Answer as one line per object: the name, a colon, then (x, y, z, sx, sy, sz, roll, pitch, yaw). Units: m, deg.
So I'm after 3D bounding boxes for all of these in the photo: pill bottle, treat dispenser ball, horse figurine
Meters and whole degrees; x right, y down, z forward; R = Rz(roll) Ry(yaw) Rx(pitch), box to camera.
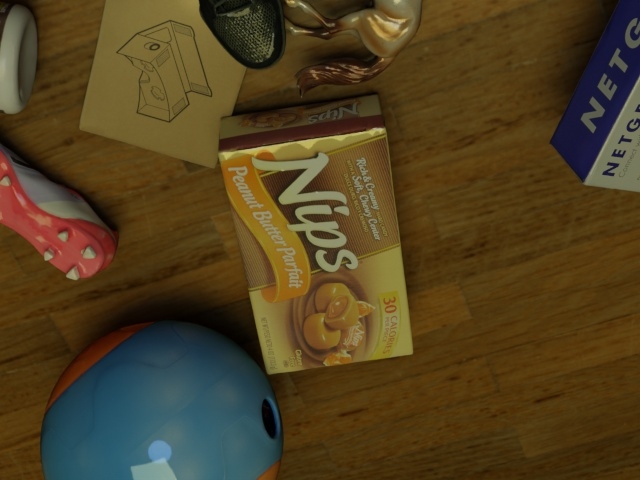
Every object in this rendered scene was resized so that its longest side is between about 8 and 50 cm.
pill bottle: (-0.415, -0.202, 1.234, 0.215, 0.117, 0.117, 6, 122, -3)
treat dispenser ball: (-0.188, 0.239, 1.403, 0.288, 0.288, 0.288, 1, 122, 1)
horse figurine: (0.055, -0.265, 1.215, 0.175, 0.066, 0.263, 17, 119, -2)

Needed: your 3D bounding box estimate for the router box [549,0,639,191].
router box: (0.435, -0.196, 1.180, 0.301, 0.082, 0.335, 5, 125, -25)

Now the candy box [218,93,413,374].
candy box: (0.000, 0.000, 1.358, 0.183, 0.087, 0.316, -9, 123, 2)

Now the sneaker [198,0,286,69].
sneaker: (-0.101, -0.266, 1.161, 0.087, 0.130, 0.227, -12, 112, 13)

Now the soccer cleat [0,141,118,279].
soccer cleat: (-0.339, -0.053, 1.356, 0.248, 0.095, 0.083, 41, 112, -5)

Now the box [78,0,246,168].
box: (-0.168, -0.188, 1.293, 0.164, 0.021, 0.201, 16, 122, -8)
